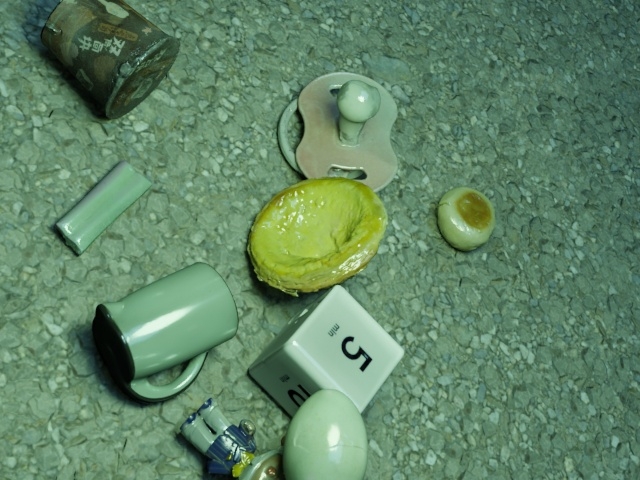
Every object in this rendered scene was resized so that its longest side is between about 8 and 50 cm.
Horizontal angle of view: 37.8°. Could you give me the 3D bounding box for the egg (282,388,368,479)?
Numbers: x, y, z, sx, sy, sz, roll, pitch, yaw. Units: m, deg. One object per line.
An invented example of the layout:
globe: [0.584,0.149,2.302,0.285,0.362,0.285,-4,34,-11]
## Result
egg: [0.010,0.364,1.642,0.151,0.151,0.209,16,65,-24]

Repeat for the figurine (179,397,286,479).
figurine: [-0.142,0.420,1.700,0.274,0.133,0.194,26,53,-6]

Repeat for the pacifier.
pacifier: [0.063,-0.252,2.087,0.220,0.273,0.332,25,56,-38]

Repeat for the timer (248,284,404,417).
timer: [0.011,0.237,1.828,0.195,0.192,0.194,46,53,-4]

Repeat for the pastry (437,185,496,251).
pastry: [0.345,-0.052,2.232,0.156,0.092,0.157,15,57,-25]

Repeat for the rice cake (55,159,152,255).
rice cake: [-0.422,-0.068,1.811,0.080,0.042,0.222,44,54,-7]

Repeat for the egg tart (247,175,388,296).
egg tart: [0.000,0.000,1.933,0.120,0.314,0.315,66,36,-47]

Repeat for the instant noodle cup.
instant noodle cup: [-0.425,-0.388,1.867,0.207,0.217,0.217,42,53,2]

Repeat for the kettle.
kettle: [-0.285,0.181,1.715,0.236,0.161,0.221,-25,112,-36]
